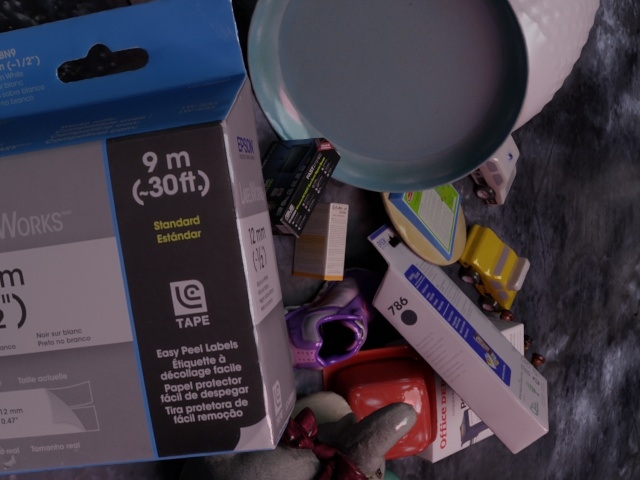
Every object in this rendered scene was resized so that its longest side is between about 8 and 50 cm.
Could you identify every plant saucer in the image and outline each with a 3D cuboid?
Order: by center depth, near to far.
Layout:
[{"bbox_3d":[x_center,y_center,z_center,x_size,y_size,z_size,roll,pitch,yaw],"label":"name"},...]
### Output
[{"bbox_3d":[0.072,-0.193,0.725,0.318,0.317,0.044,59,34,-31],"label":"plant saucer"}]

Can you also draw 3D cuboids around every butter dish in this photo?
[{"bbox_3d":[0.091,0.237,0.866,0.160,0.118,0.160,-7,102,-5],"label":"butter dish"}]

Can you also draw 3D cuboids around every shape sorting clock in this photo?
[{"bbox_3d":[0.153,-0.059,0.959,0.206,0.040,0.206,27,52,-41],"label":"shape sorting clock"}]

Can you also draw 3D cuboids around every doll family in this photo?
[{"bbox_3d":[0.350,0.205,1.186,0.111,0.076,0.193,-48,135,3],"label":"doll family"}]

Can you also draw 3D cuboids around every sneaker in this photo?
[{"bbox_3d":[0.027,0.107,0.836,0.236,0.104,0.095,-27,109,-45],"label":"sneaker"}]

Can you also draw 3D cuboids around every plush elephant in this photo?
[{"bbox_3d":[-0.004,0.258,0.695,0.255,0.272,0.330,-11,145,-40],"label":"plush elephant"}]

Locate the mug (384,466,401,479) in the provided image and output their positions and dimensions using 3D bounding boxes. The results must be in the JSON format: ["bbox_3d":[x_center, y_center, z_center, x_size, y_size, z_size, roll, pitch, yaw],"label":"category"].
[{"bbox_3d":[0.073,0.383,0.910,0.157,0.097,0.130,10,86,-45],"label":"mug"}]

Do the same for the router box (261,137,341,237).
[{"bbox_3d":[-0.042,-0.064,0.758,0.038,0.092,0.122,45,62,-38],"label":"router box"}]

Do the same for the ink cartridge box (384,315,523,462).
[{"bbox_3d":[0.221,0.232,1.032,0.237,0.100,0.172,-9,99,-38],"label":"ink cartridge box"}]

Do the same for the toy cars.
[{"bbox_3d":[0.318,-0.044,1.133,0.176,0.087,0.394,-17,105,-44],"label":"toy cars"}]

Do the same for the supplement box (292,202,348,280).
[{"bbox_3d":[0.000,0.000,0.828,0.036,0.062,0.099,4,91,-45],"label":"supplement box"}]

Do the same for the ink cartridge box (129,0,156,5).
[{"bbox_3d":[-0.158,-0.314,0.591,0.072,0.127,0.175,-49,125,-33],"label":"ink cartridge box"}]

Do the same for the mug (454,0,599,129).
[{"bbox_3d":[0.219,-0.280,0.891,0.374,0.276,0.328,96,16,-60],"label":"mug"}]

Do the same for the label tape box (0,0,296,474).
[{"bbox_3d":[-0.170,-0.010,0.493,0.115,0.249,0.348,-46,128,-80],"label":"label tape box"}]

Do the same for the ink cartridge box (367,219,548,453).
[{"bbox_3d":[0.177,0.119,0.880,0.333,0.065,0.165,49,22,5],"label":"ink cartridge box"}]
